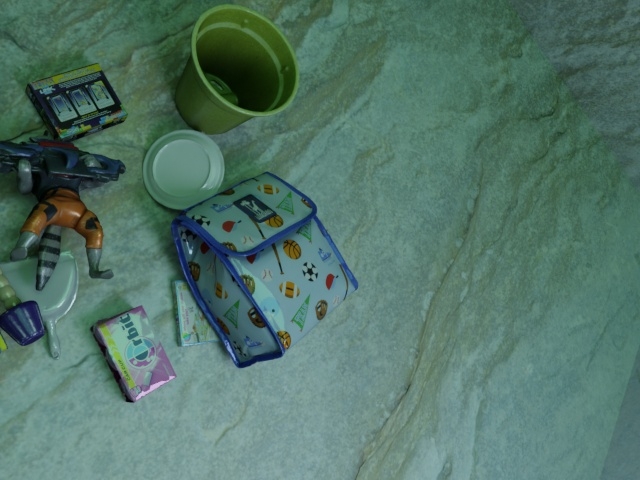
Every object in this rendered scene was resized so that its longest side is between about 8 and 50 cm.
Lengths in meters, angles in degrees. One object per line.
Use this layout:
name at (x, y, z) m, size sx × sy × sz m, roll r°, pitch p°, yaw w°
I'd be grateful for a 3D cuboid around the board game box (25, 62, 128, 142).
board game box at (-0.553, -0.312, 1.304) m, size 0.170 × 0.048 × 0.141 m, roll -32°, pitch 94°, yaw -36°

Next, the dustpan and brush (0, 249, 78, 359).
dustpan and brush at (-0.564, 0.139, 1.175) m, size 0.147 × 0.060 × 0.211 m, roll -11°, pitch 76°, yaw -23°

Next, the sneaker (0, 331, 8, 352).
sneaker at (-0.680, 0.138, 1.082) m, size 0.082 × 0.069 × 0.210 m, roll -29°, pitch 94°, yaw -32°

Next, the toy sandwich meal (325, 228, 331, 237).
toy sandwich meal at (0.000, 0.000, 1.608) m, size 0.085 × 0.029 × 0.086 m, roll 10°, pitch 72°, yaw -32°

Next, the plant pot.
plant pot at (-0.234, -0.391, 1.417) m, size 0.275 × 0.253 × 0.276 m, roll 9°, pitch 73°, yaw -32°

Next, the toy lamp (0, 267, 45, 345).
toy lamp at (-0.623, 0.077, 1.100) m, size 0.080 × 0.080 × 0.275 m, roll -31°, pitch 81°, yaw -36°

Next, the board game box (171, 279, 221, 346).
board game box at (-0.294, 0.170, 1.363) m, size 0.103 × 0.026 × 0.154 m, roll -1°, pitch 78°, yaw -35°

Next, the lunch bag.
lunch bag at (-0.136, 0.048, 1.369) m, size 0.327 × 0.238 × 0.386 m, roll -34°, pitch 95°, yaw -46°

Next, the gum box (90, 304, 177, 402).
gum box at (-0.408, 0.241, 1.243) m, size 0.107 × 0.062 × 0.189 m, roll -27°, pitch 93°, yaw -36°

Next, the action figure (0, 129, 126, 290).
action figure at (-0.573, -0.086, 1.143) m, size 0.341 × 0.178 × 0.330 m, roll 11°, pitch 50°, yaw -41°

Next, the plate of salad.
plate of salad at (-0.330, -0.171, 1.386) m, size 0.199 × 0.048 × 0.200 m, roll 0°, pitch 82°, yaw 1°

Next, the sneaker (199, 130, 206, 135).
sneaker at (-0.316, -0.196, 1.441) m, size 0.064 × 0.061 × 0.158 m, roll -3°, pitch 82°, yaw -4°
